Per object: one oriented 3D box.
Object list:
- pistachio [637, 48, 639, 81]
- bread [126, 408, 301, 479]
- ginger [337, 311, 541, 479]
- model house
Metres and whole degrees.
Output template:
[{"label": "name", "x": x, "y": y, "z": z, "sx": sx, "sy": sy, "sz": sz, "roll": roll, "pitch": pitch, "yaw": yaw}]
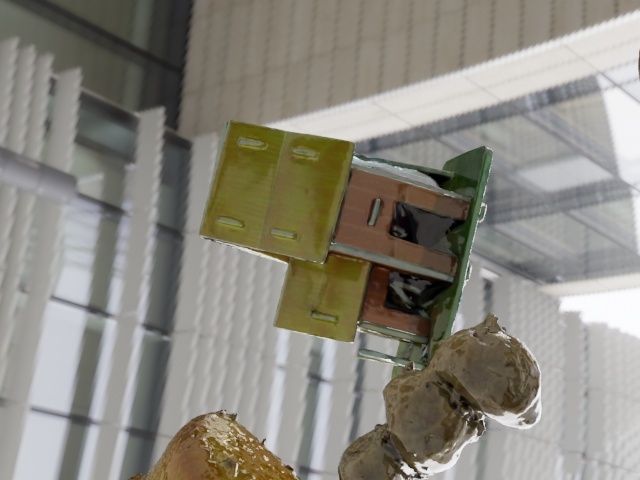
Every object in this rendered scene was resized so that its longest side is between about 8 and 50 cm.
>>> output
[{"label": "pistachio", "x": 0.341, "y": -0.145, "z": 1.252, "sx": 0.049, "sy": 0.173, "sz": 0.089, "roll": -1, "pitch": -108, "yaw": 50}, {"label": "bread", "x": -0.092, "y": 0.349, "z": 1.483, "sx": 0.340, "sy": 0.179, "sz": 0.194, "roll": 41, "pitch": -80, "yaw": 17}, {"label": "ginger", "x": 0.093, "y": 0.152, "z": 1.104, "sx": 0.204, "sy": 0.080, "sz": 0.104, "roll": -38, "pitch": -88, "yaw": 14}, {"label": "model house", "x": 0.000, "y": 0.000, "z": 1.673, "sx": 0.340, "sy": 0.324, "sz": 0.300, "roll": 168, "pitch": -63, "yaw": -78}]
